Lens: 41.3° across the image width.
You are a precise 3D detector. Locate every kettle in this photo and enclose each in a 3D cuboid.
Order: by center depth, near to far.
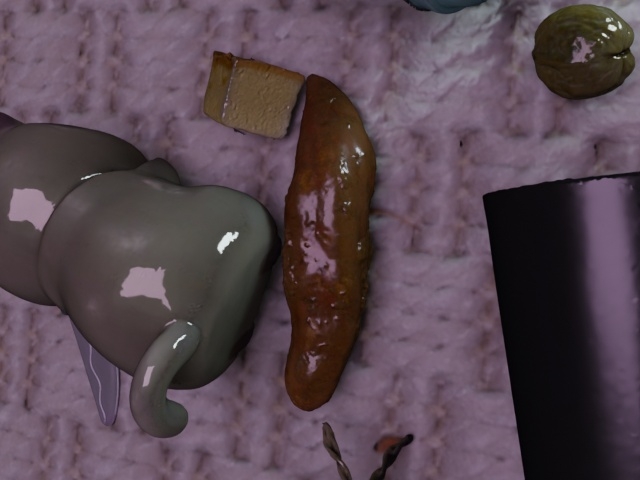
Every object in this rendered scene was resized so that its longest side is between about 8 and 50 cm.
[{"bbox_3d":[0.275,0.098,0.706,0.203,0.262,0.307,-7,89,59],"label":"kettle"}]

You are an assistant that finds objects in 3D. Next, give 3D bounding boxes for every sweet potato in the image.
[{"bbox_3d":[0.006,-0.004,0.848,0.106,0.095,0.354,173,100,-64],"label":"sweet potato"}]

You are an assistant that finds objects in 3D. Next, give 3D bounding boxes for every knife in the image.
[{"bbox_3d":[-0.280,0.100,1.012,0.058,0.032,0.244,-25,83,12],"label":"knife"}]

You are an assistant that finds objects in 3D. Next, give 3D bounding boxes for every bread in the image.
[{"bbox_3d":[-0.081,-0.158,0.930,0.109,0.080,0.084,37,113,63],"label":"bread"}]

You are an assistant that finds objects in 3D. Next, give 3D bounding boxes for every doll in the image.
[{"bbox_3d":[-0.205,0.010,0.885,0.370,0.226,0.214,35,128,29],"label":"doll"}]

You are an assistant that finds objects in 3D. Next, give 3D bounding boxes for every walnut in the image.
[{"bbox_3d":[0.236,-0.169,0.764,0.092,0.092,0.092,-1,88,24],"label":"walnut"}]

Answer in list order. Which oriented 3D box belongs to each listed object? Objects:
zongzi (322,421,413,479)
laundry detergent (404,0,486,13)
[{"bbox_3d":[-0.084,0.462,0.810,0.467,0.218,0.499,-19,81,22],"label":"zongzi"},{"bbox_3d":[0.061,-0.361,0.732,0.305,0.287,0.287,25,99,22],"label":"laundry detergent"}]
